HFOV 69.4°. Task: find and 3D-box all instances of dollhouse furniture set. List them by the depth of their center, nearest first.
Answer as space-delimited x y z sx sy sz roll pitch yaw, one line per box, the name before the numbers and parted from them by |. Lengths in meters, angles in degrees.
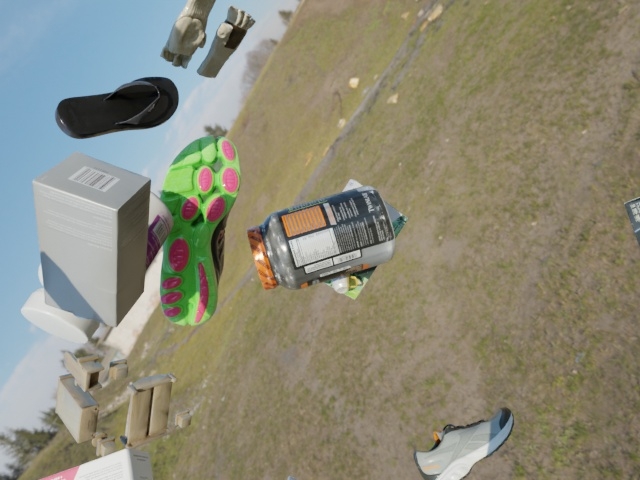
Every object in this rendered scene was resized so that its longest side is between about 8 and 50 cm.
dollhouse furniture set | -0.565 0.437 1.381 0.174 0.356 0.303 22 106 39

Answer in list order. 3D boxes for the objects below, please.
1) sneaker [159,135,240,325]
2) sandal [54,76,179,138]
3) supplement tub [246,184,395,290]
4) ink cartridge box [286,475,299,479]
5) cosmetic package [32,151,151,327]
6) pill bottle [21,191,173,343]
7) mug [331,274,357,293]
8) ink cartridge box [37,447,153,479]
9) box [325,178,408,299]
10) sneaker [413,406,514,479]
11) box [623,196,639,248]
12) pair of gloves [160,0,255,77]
sneaker | -0.321 -0.031 1.182 0.202 0.185 0.482 -150 72 -73
sandal | -0.367 -0.255 0.882 0.054 0.097 0.254 -24 12 45
supplement tub | 0.000 0.000 1.164 0.338 0.207 0.207 -16 16 -5
ink cartridge box | 0.028 0.690 1.008 0.223 0.308 0.129 -24 -41 -85
cosmetic package | -0.340 0.006 0.700 0.107 0.127 0.237 -71 2 -53
pill bottle | -0.431 0.039 0.908 0.169 0.169 0.301 -42 22 51
mug | 0.069 0.122 1.391 0.078 0.062 0.064 -14 49 6
ink cartridge box | -0.359 0.489 0.748 0.100 0.172 0.237 81 169 -61
box | 0.102 0.002 1.464 0.322 0.232 0.058 -57 26 4
sneaker | 0.332 0.455 1.055 0.272 0.108 0.100 -27 -27 -21
box | 0.650 0.013 0.848 0.078 0.147 0.180 -28 56 44
pair of gloves | -0.271 -0.497 1.131 0.204 0.042 0.240 -50 -12 18
